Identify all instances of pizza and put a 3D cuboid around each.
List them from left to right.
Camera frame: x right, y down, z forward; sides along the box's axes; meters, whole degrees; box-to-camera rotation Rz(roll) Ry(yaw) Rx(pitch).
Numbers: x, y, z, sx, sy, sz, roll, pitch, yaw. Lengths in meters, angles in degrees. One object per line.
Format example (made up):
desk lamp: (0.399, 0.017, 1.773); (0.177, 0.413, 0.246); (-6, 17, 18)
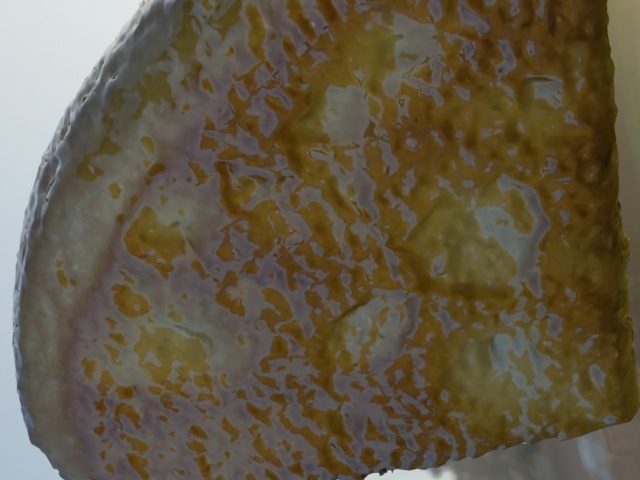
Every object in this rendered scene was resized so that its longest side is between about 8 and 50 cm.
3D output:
pizza: (-0.017, -0.025, 0.460); (0.087, 0.258, 0.268); (-96, -5, -57)
